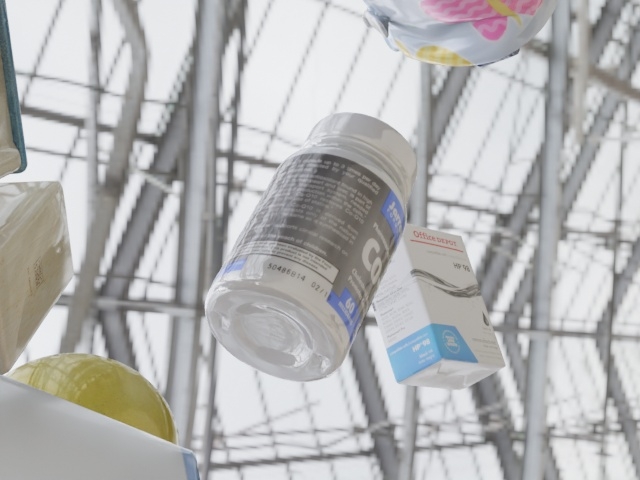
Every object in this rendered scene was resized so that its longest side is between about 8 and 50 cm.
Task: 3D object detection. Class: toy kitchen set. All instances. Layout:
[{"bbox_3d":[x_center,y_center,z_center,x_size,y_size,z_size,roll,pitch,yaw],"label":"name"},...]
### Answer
[{"bbox_3d":[-0.214,-0.056,0.625,0.122,0.166,0.207,-76,-16,-71],"label":"toy kitchen set"}]

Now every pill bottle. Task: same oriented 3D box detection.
[{"bbox_3d":[0.000,0.000,0.741,0.078,0.078,0.137,62,-140,-37],"label":"pill bottle"}]

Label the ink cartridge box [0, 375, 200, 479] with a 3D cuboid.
[{"bbox_3d":[-0.192,0.275,0.571,0.166,0.285,0.395,24,-83,-13],"label":"ink cartridge box"}]

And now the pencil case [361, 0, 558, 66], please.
[{"bbox_3d":[0.023,-0.194,0.742,0.273,0.124,0.113,32,-130,-49],"label":"pencil case"}]

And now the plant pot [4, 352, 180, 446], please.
[{"bbox_3d":[-0.149,0.147,0.841,0.095,0.134,0.134,-115,14,-71],"label":"plant pot"}]

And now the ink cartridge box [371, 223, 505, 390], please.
[{"bbox_3d":[0.099,0.047,1.342,0.104,0.060,0.180,11,-126,-47],"label":"ink cartridge box"}]
